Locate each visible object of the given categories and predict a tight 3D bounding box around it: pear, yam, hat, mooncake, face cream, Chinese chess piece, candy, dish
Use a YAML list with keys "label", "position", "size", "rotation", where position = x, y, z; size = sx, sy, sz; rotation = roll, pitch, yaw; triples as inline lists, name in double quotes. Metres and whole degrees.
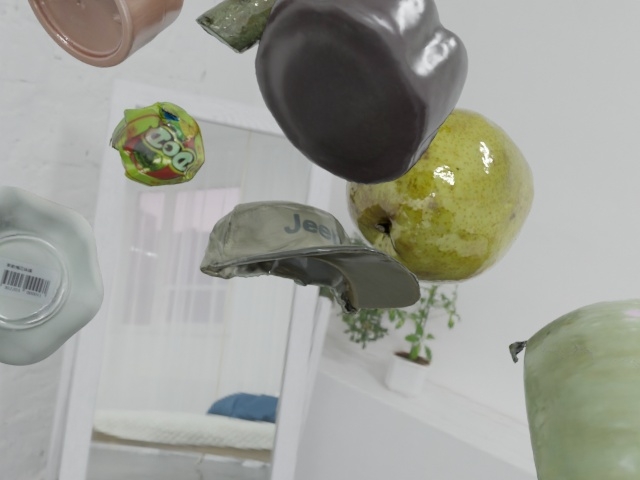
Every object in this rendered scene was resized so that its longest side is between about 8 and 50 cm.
- label: "pear"
  position: [0.190, -0.070, 1.146]
  size: [0.303, 0.304, 0.304]
  rotation: [12, 13, -3]
- label: "yam"
  position: [-0.075, -0.281, 0.850]
  size: [0.146, 0.070, 0.070]
  rotation: [-31, 19, -1]
- label: "hat"
  position: [0.000, 0.000, 0.781]
  size: [0.214, 0.149, 0.244]
  rotation: [19, -29, -29]
- label: "mooncake"
  position: [0.043, -0.187, 0.786]
  size: [0.244, 0.245, 0.133]
  rotation: [21, 57, 32]
- label: "face cream"
  position: [-0.243, -0.285, 0.784]
  size: [0.149, 0.149, 0.104]
  rotation: [17, 48, 20]
- label: "Chinese chess piece"
  position: [0.283, 0.225, 0.598]
  size: [0.146, 0.350, 0.349]
  rotation: [-19, 1, 22]
- label: "candy"
  position: [-0.131, -0.081, 0.524]
  size: [0.062, 0.058, 0.194]
  rotation: [30, 2, -26]
- label: "dish"
  position: [-0.306, 0.038, 0.704]
  size: [0.190, 0.191, 0.066]
  rotation: [5, -1, -29]
